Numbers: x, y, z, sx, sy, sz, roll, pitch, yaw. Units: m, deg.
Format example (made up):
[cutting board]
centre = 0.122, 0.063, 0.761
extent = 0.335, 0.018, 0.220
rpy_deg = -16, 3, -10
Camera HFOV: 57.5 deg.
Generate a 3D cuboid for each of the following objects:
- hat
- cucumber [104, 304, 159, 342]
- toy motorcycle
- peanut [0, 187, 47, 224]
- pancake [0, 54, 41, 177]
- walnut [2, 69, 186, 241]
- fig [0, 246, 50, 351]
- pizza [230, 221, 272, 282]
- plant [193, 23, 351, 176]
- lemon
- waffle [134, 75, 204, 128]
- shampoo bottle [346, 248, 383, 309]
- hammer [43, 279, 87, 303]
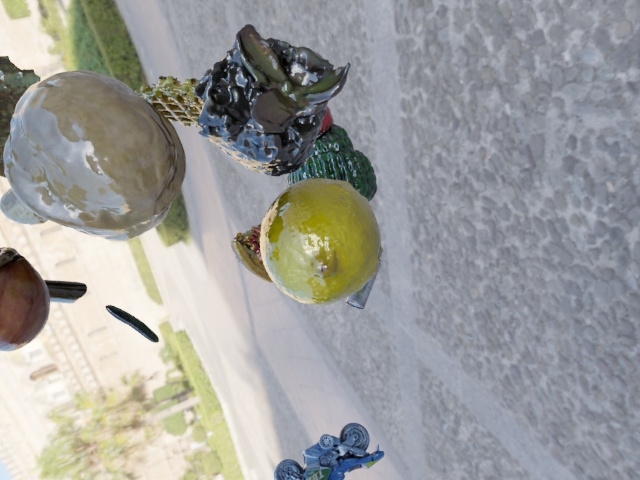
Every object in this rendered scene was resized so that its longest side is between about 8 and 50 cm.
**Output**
[hat]
centre = 0.014, -0.238, 1.663
extent = 0.274, 0.242, 0.333
rpy_deg = -17, 89, 44
[cucumber]
centre = -0.542, 0.239, 1.690
extent = 0.184, 0.036, 0.033
rpy_deg = 38, 160, -10
[toy motorcycle]
centre = 0.024, 0.523, 1.343
extent = 0.136, 0.254, 0.092
rpy_deg = 58, 158, 21
[peanut]
centre = -0.850, -0.124, 1.785
extent = 0.136, 0.298, 0.120
rpy_deg = 64, -155, -26
[pancake]
centre = -0.915, -0.324, 1.528
extent = 0.067, 0.304, 0.427
rpy_deg = 135, 144, -56
[walnut]
centre = -0.469, -0.176, 1.227
extent = 0.381, 0.380, 0.382
rpy_deg = 160, 90, -74
[fig]
centre = -0.603, 0.107, 1.088
extent = 0.205, 0.205, 0.205
rpy_deg = 160, 90, -74
[pizza]
centre = -0.157, 0.005, 1.652
extent = 0.062, 0.199, 0.188
rpy_deg = -12, 135, 39
[plant]
centre = -0.078, -0.200, 0.865
extent = 0.204, 0.178, 0.234
rpy_deg = 24, 172, 1
[lemon]
centre = 0.000, 0.001, 1.183
extent = 0.284, 0.260, 0.261
rpy_deg = 36, 143, 58
[waffle]
centre = -0.307, -0.328, 1.436
extent = 0.262, 0.280, 0.060
rpy_deg = 0, 77, 51
[shampoo bottle]
centre = 0.151, 0.118, 1.920
extent = 0.072, 0.214, 0.072
rpy_deg = 21, 162, 7
[hammer]
centre = -0.712, 0.097, 1.248
extent = 0.242, 0.408, 0.096
rpy_deg = -40, 59, 31
